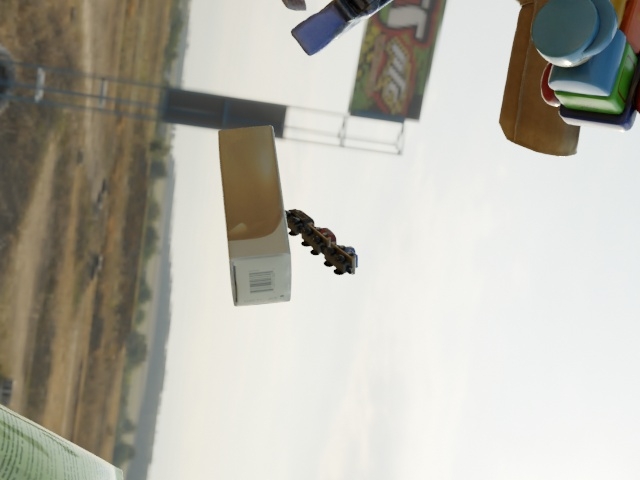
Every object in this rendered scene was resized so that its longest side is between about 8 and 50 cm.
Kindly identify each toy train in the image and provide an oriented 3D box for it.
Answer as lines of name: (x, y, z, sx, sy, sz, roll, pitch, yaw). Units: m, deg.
toy train: (0.246, -0.228, 0.782, 0.143, 0.105, 0.248, 27, 80, -56)
toy train: (0.000, 0.000, 1.154, 0.158, 0.036, 0.027, 40, -42, 48)

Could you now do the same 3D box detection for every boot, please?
boot: (0.283, -0.278, 1.355, 0.236, 0.089, 0.270, 35, -50, 48)

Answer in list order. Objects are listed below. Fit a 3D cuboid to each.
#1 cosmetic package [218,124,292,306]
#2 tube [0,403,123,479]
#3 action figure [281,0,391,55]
cosmetic package: (-0.046, -0.018, 0.662, 0.060, 0.041, 0.115, 92, -9, -52)
tube: (-0.190, 0.124, 0.540, 0.062, 0.240, 0.070, -3, -123, 39)
action figure: (0.048, -0.317, 0.890, 0.341, 0.178, 0.330, -42, -163, -21)
